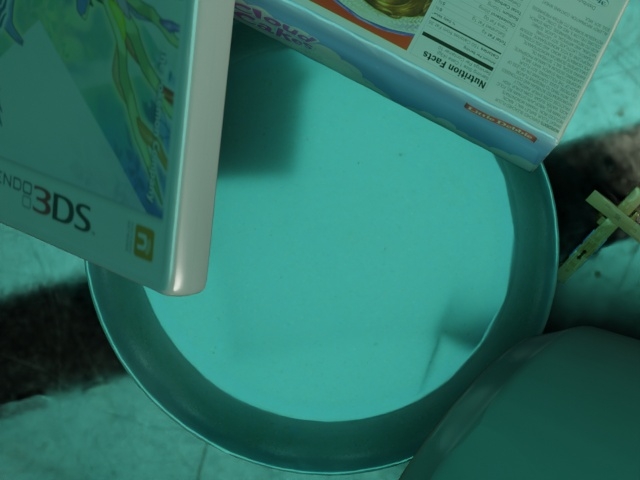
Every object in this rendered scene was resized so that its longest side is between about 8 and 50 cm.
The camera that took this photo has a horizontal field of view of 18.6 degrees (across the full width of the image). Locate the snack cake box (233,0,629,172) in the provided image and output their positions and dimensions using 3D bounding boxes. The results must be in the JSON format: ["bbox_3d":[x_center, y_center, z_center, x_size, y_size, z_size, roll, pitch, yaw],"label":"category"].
[{"bbox_3d":[0.054,-0.172,1.205,0.264,0.089,0.152,28,79,1],"label":"snack cake box"}]

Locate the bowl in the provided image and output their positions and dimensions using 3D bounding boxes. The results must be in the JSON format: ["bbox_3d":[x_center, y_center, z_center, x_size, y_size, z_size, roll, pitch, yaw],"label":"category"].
[{"bbox_3d":[0.148,0.176,1.215,0.163,0.311,0.311,36,106,18],"label":"bowl"}]

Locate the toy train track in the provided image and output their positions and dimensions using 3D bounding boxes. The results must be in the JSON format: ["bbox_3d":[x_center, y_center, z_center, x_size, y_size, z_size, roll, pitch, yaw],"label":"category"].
[{"bbox_3d":[0.185,-0.005,1.293,0.048,0.014,0.083,38,110,-9],"label":"toy train track"}]

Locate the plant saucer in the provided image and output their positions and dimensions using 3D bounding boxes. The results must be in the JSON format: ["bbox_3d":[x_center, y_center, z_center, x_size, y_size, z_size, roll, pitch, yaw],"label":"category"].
[{"bbox_3d":[0.000,0.000,1.304,0.317,0.044,0.318,2,103,7],"label":"plant saucer"}]

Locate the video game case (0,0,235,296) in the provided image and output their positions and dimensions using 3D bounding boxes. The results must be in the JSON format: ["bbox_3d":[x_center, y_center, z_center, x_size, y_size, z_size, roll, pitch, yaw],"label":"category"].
[{"bbox_3d":[-0.159,-0.161,1.199,0.300,0.036,0.329,20,109,45],"label":"video game case"}]
